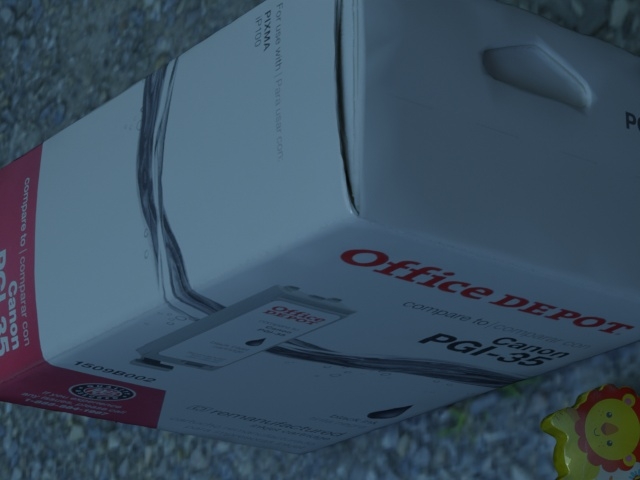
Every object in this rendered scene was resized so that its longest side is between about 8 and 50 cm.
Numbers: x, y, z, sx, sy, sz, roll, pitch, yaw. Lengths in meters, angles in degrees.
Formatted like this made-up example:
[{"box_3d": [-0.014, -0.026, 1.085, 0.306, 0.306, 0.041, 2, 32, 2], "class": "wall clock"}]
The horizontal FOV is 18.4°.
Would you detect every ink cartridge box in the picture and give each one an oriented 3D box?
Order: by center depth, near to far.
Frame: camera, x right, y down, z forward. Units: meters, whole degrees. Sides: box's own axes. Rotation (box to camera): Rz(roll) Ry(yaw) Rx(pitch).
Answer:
[{"box_3d": [0.000, 0.000, 0.891, 0.283, 0.207, 0.117, -25, 59, 47], "class": "ink cartridge box"}]

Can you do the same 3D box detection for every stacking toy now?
[{"box_3d": [0.138, 0.159, 0.777, 0.167, 0.052, 0.221, 136, 134, -74], "class": "stacking toy"}]
